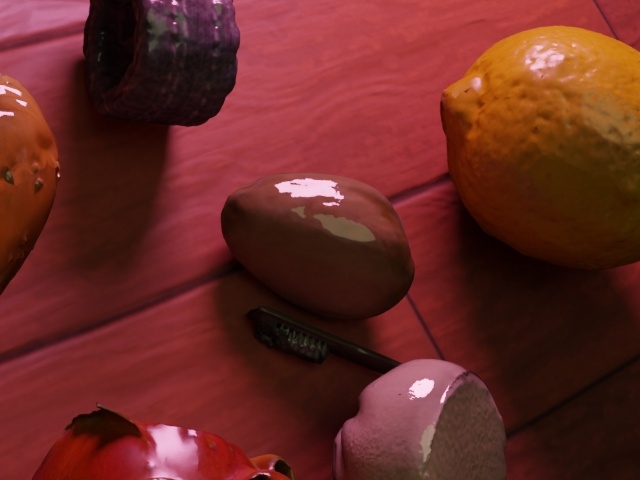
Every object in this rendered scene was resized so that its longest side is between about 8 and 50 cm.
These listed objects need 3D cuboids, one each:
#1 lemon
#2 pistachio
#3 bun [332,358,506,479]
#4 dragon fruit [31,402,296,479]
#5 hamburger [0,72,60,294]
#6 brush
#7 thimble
[{"bbox_3d":[0.247,-0.089,1.302,0.288,0.233,0.233,23,55,-13],"label":"lemon"},{"bbox_3d":[0.000,0.000,1.173,0.185,0.126,0.108,27,11,-16],"label":"pistachio"},{"bbox_3d":[0.072,0.181,1.107,0.173,0.120,0.172,-4,95,-59],"label":"bun"},{"bbox_3d":[-0.114,0.234,0.898,0.224,0.224,0.227,6,67,-31],"label":"dragon fruit"},{"bbox_3d":[-0.300,0.020,0.835,0.174,0.284,0.304,38,45,-11],"label":"hamburger"},{"bbox_3d":[0.021,0.104,1.173,0.190,0.034,0.027,24,65,-22],"label":"brush"},{"bbox_3d":[-0.136,-0.171,1.137,0.098,0.150,0.150,4,64,-29],"label":"thimble"}]
